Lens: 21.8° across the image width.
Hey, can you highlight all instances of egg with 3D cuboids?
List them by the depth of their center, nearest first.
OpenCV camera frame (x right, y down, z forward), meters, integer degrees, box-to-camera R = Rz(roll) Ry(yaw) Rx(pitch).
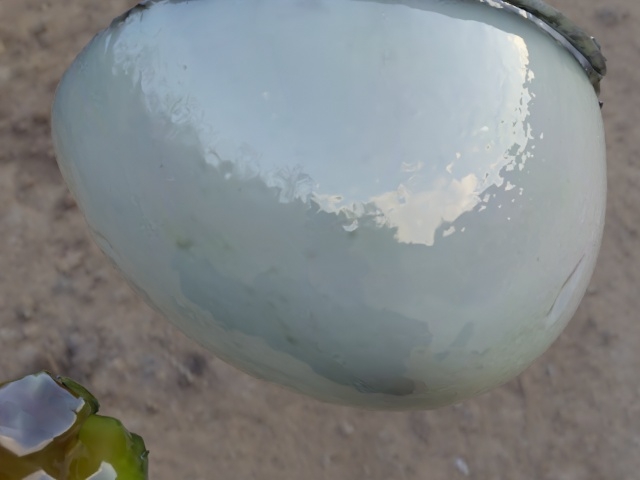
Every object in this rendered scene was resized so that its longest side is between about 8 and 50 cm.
[{"bbox_3d":[-0.001,-0.002,0.815,0.286,0.264,0.174,-6,62,21],"label":"egg"}]

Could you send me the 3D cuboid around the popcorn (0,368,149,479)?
[{"bbox_3d":[-0.075,0.246,0.739,0.321,0.290,0.326,25,20,27],"label":"popcorn"}]
